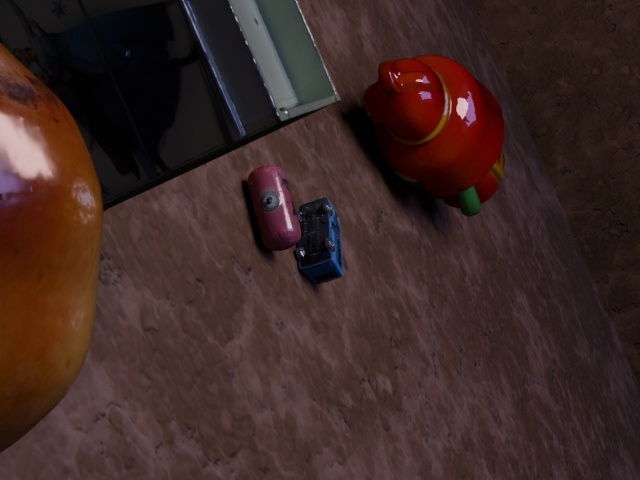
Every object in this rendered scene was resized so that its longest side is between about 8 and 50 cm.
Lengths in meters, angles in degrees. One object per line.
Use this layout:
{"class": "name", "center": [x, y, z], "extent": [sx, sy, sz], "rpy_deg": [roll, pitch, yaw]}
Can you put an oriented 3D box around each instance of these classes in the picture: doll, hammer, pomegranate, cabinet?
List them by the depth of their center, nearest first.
{"class": "pomegranate", "center": [-0.192, 0.002, 0.469], "extent": [0.209, 0.209, 0.209], "rpy_deg": [51, 26, -37]}
{"class": "cabinet", "center": [-0.122, -0.106, 0.728], "extent": [0.145, 0.206, 0.150], "rpy_deg": [66, 20, -4]}
{"class": "hammer", "center": [-0.044, -0.031, 1.084], "extent": [0.043, 0.043, 0.083], "rpy_deg": [27, 45, -60]}
{"class": "doll", "center": [0.157, -0.154, 1.542], "extent": [0.363, 0.160, 0.183], "rpy_deg": [29, 49, -58]}

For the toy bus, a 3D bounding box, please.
{"class": "toy bus", "center": [0.000, 0.000, 1.163], "extent": [0.046, 0.038, 0.083], "rpy_deg": [52, 26, -46]}
